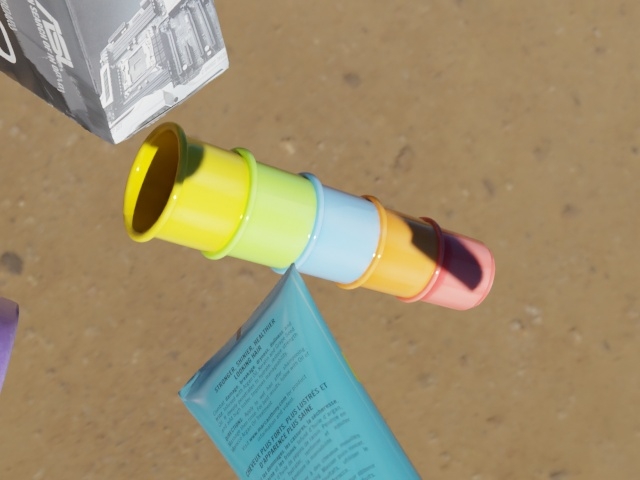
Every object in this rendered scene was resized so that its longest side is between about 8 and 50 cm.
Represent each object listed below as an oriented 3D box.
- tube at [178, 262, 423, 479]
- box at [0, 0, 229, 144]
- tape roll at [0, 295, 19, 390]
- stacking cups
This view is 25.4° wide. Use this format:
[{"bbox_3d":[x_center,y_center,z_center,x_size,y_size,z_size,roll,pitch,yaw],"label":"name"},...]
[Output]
[{"bbox_3d":[0.011,0.103,0.548,0.052,0.080,0.207,30,19,-50],"label":"tube"},{"bbox_3d":[-0.169,-0.218,0.615,0.076,0.307,0.242,-37,50,-24],"label":"box"},{"bbox_3d":[-0.221,0.143,0.629,0.090,0.275,0.274,20,55,-13],"label":"tape roll"},{"bbox_3d":[0.000,0.000,1.142,0.316,0.096,0.096,20,56,-31],"label":"stacking cups"}]
